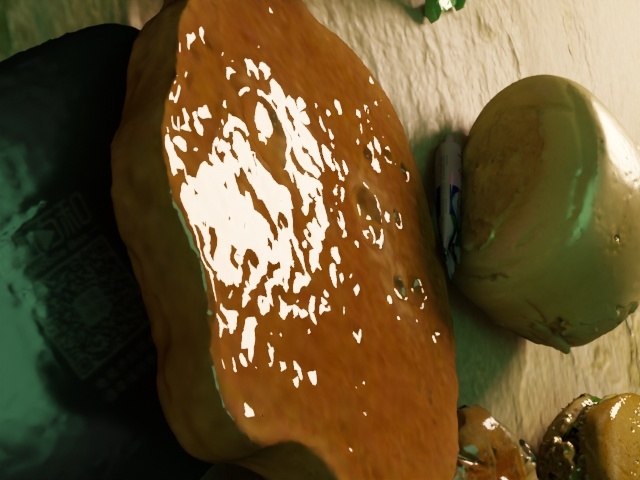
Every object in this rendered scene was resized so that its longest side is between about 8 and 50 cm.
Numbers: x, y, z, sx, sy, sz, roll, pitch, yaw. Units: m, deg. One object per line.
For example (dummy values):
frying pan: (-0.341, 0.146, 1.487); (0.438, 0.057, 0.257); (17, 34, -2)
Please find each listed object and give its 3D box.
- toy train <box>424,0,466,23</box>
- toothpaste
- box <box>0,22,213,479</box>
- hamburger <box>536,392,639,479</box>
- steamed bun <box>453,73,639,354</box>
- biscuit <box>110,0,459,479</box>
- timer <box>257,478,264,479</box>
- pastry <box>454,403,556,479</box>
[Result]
toy train: (0.120, -0.312, 0.716); (0.099, 0.081, 0.149); (-36, 100, -37)
toothpaste: (0.123, -0.040, 0.673); (0.045, 0.028, 0.170); (72, 21, -48)
box: (-0.155, 0.039, 0.431); (0.290, 0.073, 0.289); (-43, 110, -36)
hamburger: (0.305, 0.258, 0.740); (0.215, 0.122, 0.189); (46, 51, -20)
steamed bun: (0.258, -0.032, 0.719); (0.232, 0.166, 0.273); (33, 63, -29)
biscuit: (-0.002, 0.001, 0.495); (0.365, 0.062, 0.385); (40, 40, -47)
timer: (-0.011, 0.305, 0.491); (0.237, 0.087, 0.262); (23, 71, -33)
pastry: (0.134, 0.226, 0.630); (0.153, 0.081, 0.153); (-1, 91, -33)
